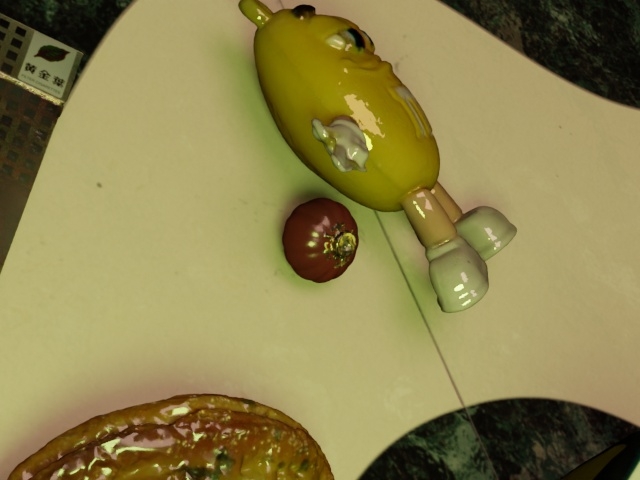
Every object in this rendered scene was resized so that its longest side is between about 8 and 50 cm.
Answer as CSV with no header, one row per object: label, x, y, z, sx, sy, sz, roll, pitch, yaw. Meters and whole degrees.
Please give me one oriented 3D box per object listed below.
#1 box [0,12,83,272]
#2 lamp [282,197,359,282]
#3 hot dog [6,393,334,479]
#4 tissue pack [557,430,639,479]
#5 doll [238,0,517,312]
box,-0.388,-0.117,1.721,0.180,0.047,0.325,25,53,-17
lamp,0.000,0.000,1.859,0.101,0.090,0.101,-10,104,-42
hot dog,-0.134,0.293,1.543,0.387,0.174,0.267,-1,66,-33
tissue pack,0.259,0.397,1.560,0.253,0.416,0.264,41,49,-3
doll,0.071,-0.097,1.896,0.423,0.161,0.348,42,16,-31
